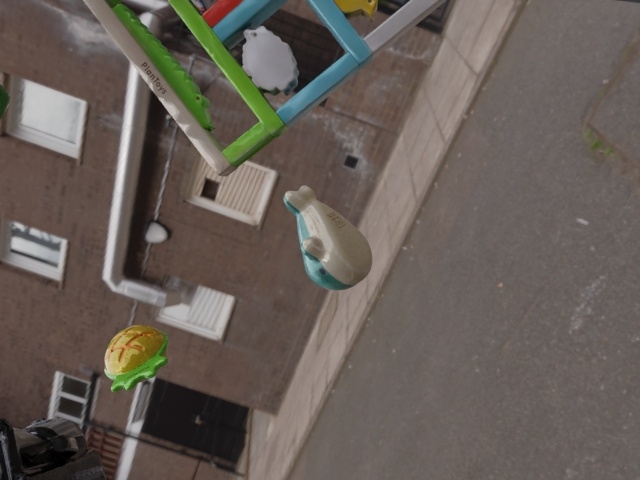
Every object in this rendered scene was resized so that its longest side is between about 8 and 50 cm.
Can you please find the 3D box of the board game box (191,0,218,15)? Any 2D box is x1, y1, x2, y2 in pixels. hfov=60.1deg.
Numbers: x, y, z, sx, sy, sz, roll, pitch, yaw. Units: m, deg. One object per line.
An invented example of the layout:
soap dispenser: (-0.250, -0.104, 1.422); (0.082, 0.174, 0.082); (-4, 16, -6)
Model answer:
board game box: (-0.067, -0.405, 0.495); (0.318, 0.066, 0.318); (-55, -9, -5)

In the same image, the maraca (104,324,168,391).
maraca: (-0.342, 0.220, 1.033); (0.127, 0.099, 0.186); (-31, 24, -11)

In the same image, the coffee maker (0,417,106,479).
coffee maker: (-0.276, 0.248, 0.495); (0.178, 0.120, 0.171); (94, 179, -72)

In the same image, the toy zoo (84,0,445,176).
toy zoo: (-0.024, -0.215, 0.442); (0.293, 0.192, 0.030); (-38, 0, 8)

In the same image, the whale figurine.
whale figurine: (0.000, 0.000, 1.326); (0.141, 0.272, 0.216); (-40, -3, 32)

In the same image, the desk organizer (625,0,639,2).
desk organizer: (0.191, -0.190, 0.354); (0.047, 0.130, 0.050); (142, 129, -77)

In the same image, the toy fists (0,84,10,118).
toy fists: (-0.396, -0.054, 0.537); (0.279, 0.096, 0.142); (-52, 39, 17)
